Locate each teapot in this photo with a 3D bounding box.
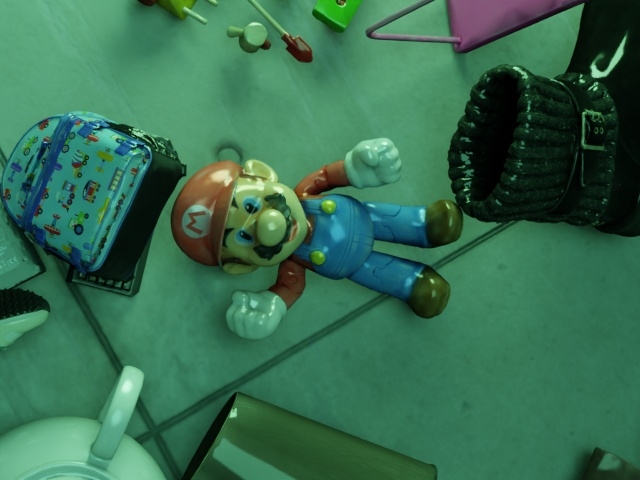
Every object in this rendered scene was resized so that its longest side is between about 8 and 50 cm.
[{"bbox_3d":[-0.248,0.285,1.173,0.252,0.187,0.256,-22,88,-17],"label":"teapot"}]

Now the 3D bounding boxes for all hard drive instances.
[{"bbox_3d":[-0.362,-0.006,1.268,0.094,0.022,0.135,-28,90,-16],"label":"hard drive"}]

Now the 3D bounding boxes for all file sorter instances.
[{"bbox_3d":[0.141,-0.379,1.332,0.182,0.202,0.290,-4,83,-36],"label":"file sorter"}]

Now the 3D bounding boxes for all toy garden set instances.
[{"bbox_3d":[-0.078,-0.303,1.373,0.244,0.049,0.204,32,74,-9],"label":"toy garden set"}]

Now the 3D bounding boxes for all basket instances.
[{"bbox_3d":[-0.023,0.270,1.258,0.227,0.154,0.204,30,70,-5],"label":"basket"}]

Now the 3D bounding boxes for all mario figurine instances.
[{"bbox_3d":[0.000,0.000,1.282,0.320,0.170,0.198,10,55,-19],"label":"mario figurine"}]

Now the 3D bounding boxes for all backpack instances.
[{"bbox_3d":[-0.249,-0.059,1.228,0.173,0.117,0.158,29,94,22],"label":"backpack"}]

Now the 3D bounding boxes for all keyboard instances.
[{"bbox_3d":[-0.230,-0.037,1.308,0.108,0.023,0.180,14,78,-12],"label":"keyboard"}]

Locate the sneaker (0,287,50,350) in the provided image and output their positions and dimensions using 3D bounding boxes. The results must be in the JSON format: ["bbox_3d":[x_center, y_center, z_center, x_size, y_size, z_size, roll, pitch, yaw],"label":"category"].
[{"bbox_3d":[-0.351,0.105,1.237,0.161,0.057,0.075,-18,124,-10],"label":"sneaker"}]

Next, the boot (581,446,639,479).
[{"bbox_3d":[0.364,0.381,1.370,0.248,0.090,0.207,35,77,-4],"label":"boot"}]

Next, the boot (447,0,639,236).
[{"bbox_3d":[0.281,-0.177,1.367,0.260,0.131,0.348,10,80,-32],"label":"boot"}]
